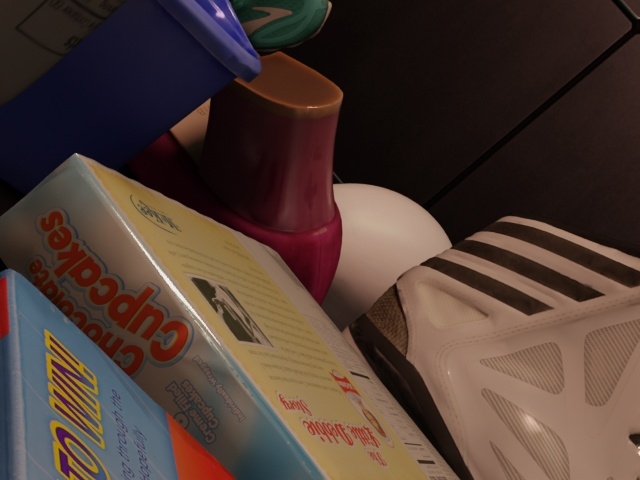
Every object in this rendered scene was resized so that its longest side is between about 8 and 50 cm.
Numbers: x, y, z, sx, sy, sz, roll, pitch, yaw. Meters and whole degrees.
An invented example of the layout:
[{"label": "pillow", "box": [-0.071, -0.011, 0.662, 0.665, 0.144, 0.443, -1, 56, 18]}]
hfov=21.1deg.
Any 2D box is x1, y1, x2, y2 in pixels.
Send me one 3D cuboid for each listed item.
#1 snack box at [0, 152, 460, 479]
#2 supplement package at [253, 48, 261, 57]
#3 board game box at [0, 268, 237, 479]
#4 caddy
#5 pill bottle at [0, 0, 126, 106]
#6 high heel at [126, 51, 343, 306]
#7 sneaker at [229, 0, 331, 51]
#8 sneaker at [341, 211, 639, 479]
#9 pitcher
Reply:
[{"label": "snack box", "box": [-0.029, 0.071, 0.847, 0.187, 0.060, 0.322, 51, 6, 15]}, {"label": "supplement package", "box": [-0.105, -0.128, 1.337, 0.105, 0.105, 0.179, 51, 5, 36]}, {"label": "board game box", "box": [0.018, 0.186, 0.319, 0.302, 0.086, 0.308, 47, 6, -23]}, {"label": "caddy", "box": [-0.159, -0.173, 0.848, 0.241, 0.179, 0.341, 52, 6, 35]}, {"label": "pill bottle", "box": [-0.115, -0.115, 0.539, 0.131, 0.229, 0.131, 49, 6, -7]}, {"label": "high heel", "box": [-0.123, -0.076, 1.151, 0.127, 0.181, 0.377, -11, 32, -33]}, {"label": "sneaker", "box": [-0.127, -0.214, 1.415, 0.275, 0.107, 0.110, 13, 17, 1]}, {"label": "sneaker", "box": [0.204, 0.161, 1.049, 0.447, 0.257, 0.169, 52, 6, 21]}, {"label": "pitcher", "box": [0.000, 0.000, 1.323, 0.207, 0.125, 0.178, 26, 7, -47]}]
